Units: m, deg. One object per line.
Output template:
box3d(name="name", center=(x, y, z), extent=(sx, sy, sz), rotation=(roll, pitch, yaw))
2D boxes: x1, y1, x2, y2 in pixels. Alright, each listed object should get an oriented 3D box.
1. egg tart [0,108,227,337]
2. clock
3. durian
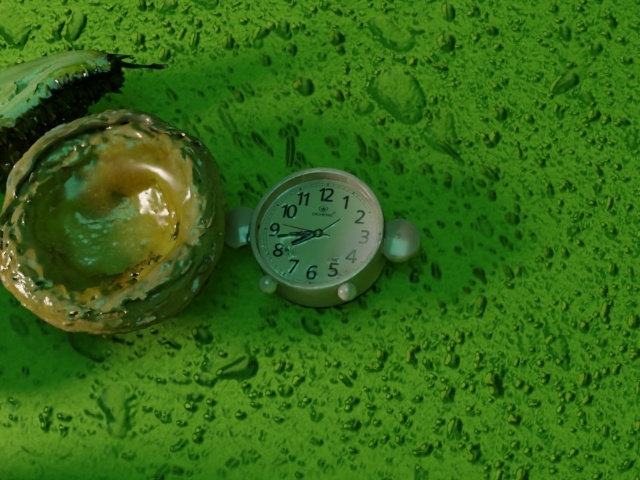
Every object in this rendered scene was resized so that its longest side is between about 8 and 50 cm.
box3d(name="egg tart", center=(-0.232, -0.015, 1.645), extent=(0.288, 0.118, 0.288), rotation=(-4, 64, 8))
box3d(name="clock", center=(0.000, 0.000, 1.636), extent=(0.229, 0.063, 0.155), rotation=(3, 66, 13))
box3d(name="durian", center=(-0.356, -0.142, 1.735), extent=(0.375, 0.106, 0.132), rotation=(-23, 59, -3))
